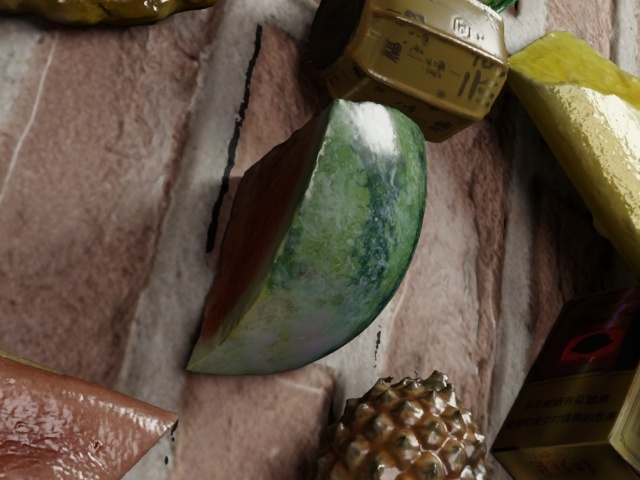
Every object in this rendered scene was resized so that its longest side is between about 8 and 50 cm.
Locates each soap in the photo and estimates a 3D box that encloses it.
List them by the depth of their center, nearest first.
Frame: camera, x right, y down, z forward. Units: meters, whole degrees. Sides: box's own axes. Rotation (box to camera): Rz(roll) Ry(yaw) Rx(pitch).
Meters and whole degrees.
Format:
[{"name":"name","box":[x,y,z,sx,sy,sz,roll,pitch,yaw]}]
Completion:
[{"name":"soap","box":[0.397,-0.084,1.008,0.427,0.115,0.306,54,34,-2]}]

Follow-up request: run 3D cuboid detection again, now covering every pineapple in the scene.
[{"name":"pineapple","box":[0.075,0.192,0.692,0.166,0.166,0.193,40,56,-19]}]

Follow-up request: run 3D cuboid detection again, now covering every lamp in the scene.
[{"name":"lamp","box":[0.088,-0.190,0.828,0.185,0.161,0.161,18,65,-31]}]

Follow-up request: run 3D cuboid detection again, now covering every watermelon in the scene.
[{"name":"watermelon","box":[0.000,0.000,0.713,0.256,0.176,0.260,57,36,-60]}]

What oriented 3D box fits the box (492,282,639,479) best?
[{"name":"box","box":[0.298,0.148,0.864,0.071,0.159,0.240,48,55,-11]}]

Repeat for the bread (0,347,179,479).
[{"name":"bread","box":[-0.197,0.139,0.563,0.192,0.067,0.119,29,52,-27]}]

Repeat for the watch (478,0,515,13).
[{"name":"watch","box":[0.149,-0.319,0.941,0.131,0.165,0.152,-6,54,-36]}]

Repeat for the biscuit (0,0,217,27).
[{"name":"biscuit","box":[-0.217,-0.324,0.700,0.335,0.078,0.329,32,63,-21]}]
